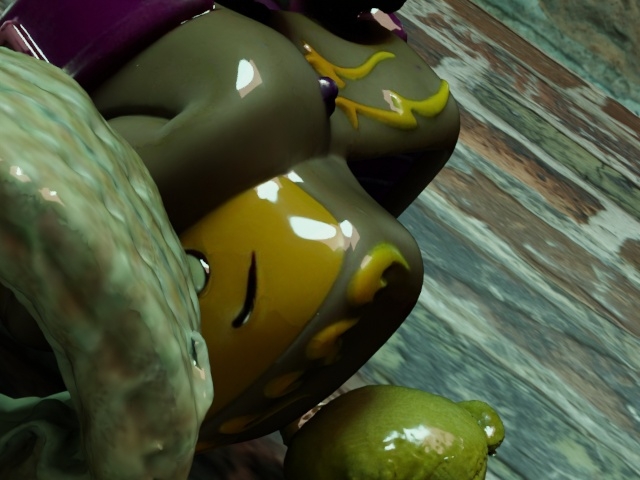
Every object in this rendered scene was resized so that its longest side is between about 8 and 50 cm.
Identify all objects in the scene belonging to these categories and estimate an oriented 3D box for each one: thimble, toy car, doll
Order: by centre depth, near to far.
[{"bbox_3d":[-0.152,0.026,0.575,0.229,0.196,0.148,27,20,-13],"label":"thimble"},{"bbox_3d":[0.032,0.160,0.728,0.137,0.097,0.209,1,39,5],"label":"doll"},{"bbox_3d":[-0.039,-0.026,0.800,0.240,0.271,0.341,53,25,14],"label":"toy car"}]
